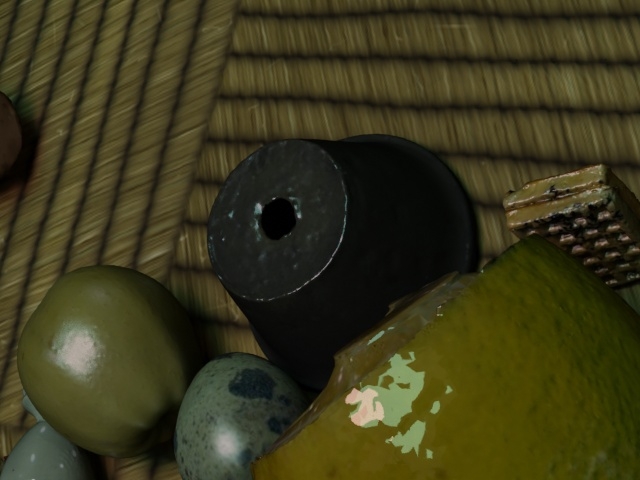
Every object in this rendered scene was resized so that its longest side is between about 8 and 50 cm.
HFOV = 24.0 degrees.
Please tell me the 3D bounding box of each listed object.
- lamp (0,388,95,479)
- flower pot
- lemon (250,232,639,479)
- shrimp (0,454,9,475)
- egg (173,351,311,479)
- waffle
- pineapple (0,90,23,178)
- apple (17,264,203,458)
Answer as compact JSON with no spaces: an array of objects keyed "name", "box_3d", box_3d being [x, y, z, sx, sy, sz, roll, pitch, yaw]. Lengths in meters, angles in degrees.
[{"name":"lamp","box_3d":[-0.288,0.226,1.594,0.106,0.106,0.193,-22,52,25]},{"name":"flower pot","box_3d":[0.000,0.000,1.445,0.269,0.166,0.269,-12,66,28]},{"name":"lemon","box_3d":[0.148,0.195,1.188,0.364,0.364,0.364,-11,67,29]},{"name":"shrimp","box_3d":[-0.334,0.254,1.656,0.059,0.023,0.108,-50,54,-3]},{"name":"egg","box_3d":[-0.072,0.187,1.437,0.141,0.141,0.182,-32,50,20]},{"name":"waffle","box_3d":[0.234,-0.008,1.305,0.102,0.148,0.042,-15,56,30]},{"name":"pineapple","box_3d":[-0.496,-0.116,1.833,0.310,0.141,0.170,-9,53,40]},{"name":"apple","box_3d":[-0.214,0.123,1.529,0.200,0.200,0.200,-11,67,29]}]
